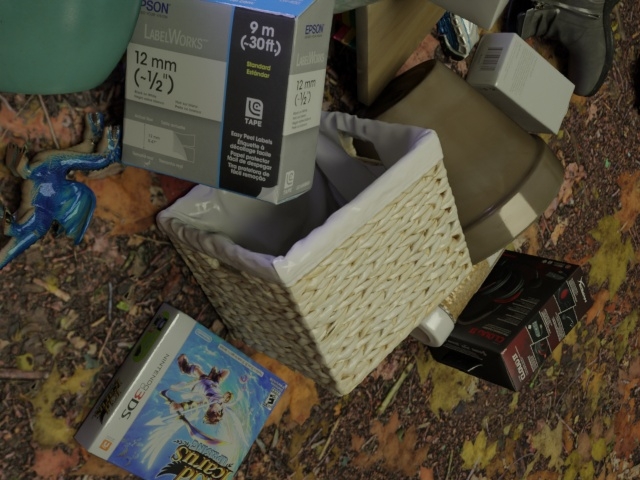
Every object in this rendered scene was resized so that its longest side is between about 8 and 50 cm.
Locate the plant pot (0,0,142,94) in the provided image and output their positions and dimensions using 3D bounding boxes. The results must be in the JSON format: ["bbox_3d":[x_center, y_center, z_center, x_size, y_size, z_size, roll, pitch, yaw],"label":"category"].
[{"bbox_3d":[-0.337,-0.305,0.931,0.293,0.293,0.235,-11,121,-36],"label":"plant pot"}]

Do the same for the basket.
[{"bbox_3d":[0.000,0.000,1.226,0.331,0.328,0.266,-42,126,-24],"label":"basket"}]

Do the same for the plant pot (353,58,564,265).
[{"bbox_3d":[0.203,-0.142,1.387,0.323,0.323,0.280,-47,108,-20],"label":"plant pot"}]

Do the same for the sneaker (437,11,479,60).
[{"bbox_3d":[0.251,-0.435,1.492,0.083,0.071,0.190,-42,131,-31],"label":"sneaker"}]

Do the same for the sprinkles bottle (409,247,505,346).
[{"bbox_3d":[0.277,0.034,1.573,0.355,0.121,0.121,-53,126,-17],"label":"sprinkles bottle"}]

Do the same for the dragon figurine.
[{"bbox_3d":[-0.358,-0.044,1.086,0.144,0.085,0.289,17,88,-38],"label":"dragon figurine"}]

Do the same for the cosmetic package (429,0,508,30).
[{"bbox_3d":[0.131,-0.475,1.116,0.197,0.365,0.155,-59,171,-21],"label":"cosmetic package"}]

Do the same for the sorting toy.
[{"bbox_3d":[0.114,-0.395,1.309,0.257,0.089,0.255,-52,163,-18],"label":"sorting toy"}]

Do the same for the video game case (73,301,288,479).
[{"bbox_3d":[-0.210,0.270,1.287,0.269,0.061,0.244,41,76,-36],"label":"video game case"}]

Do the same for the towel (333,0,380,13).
[{"bbox_3d":[-0.082,-0.448,1.063,0.374,0.320,0.090,49,60,-34],"label":"towel"}]

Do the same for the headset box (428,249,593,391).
[{"bbox_3d":[0.358,0.158,1.601,0.293,0.218,0.110,-41,121,-23],"label":"headset box"}]

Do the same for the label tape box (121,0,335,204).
[{"bbox_3d":[-0.122,-0.246,1.038,0.115,0.249,0.347,-32,134,-58],"label":"label tape box"}]

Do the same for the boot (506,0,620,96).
[{"bbox_3d":[0.477,-0.427,1.637,0.223,0.118,0.338,-16,131,-10],"label":"boot"}]

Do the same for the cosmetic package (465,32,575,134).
[{"bbox_3d":[0.403,-0.311,1.620,0.231,0.085,0.117,27,83,-40],"label":"cosmetic package"}]
